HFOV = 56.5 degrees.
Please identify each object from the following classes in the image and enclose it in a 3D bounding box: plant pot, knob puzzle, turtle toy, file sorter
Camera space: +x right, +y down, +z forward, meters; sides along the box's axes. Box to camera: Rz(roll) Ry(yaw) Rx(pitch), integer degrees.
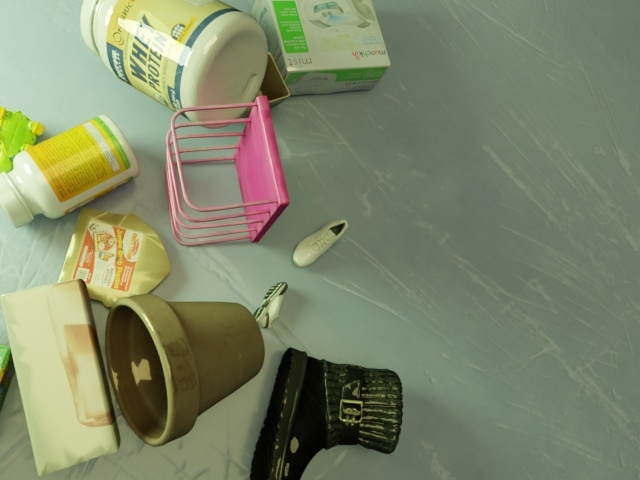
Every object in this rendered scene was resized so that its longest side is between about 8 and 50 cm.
[{"bbox_3d":[-0.232,0.207,1.084,0.229,0.263,0.263,-12,80,-39],"label":"plant pot"},{"bbox_3d":[-0.393,0.039,1.170,0.213,0.030,0.213,5,74,-18],"label":"knob puzzle"},{"bbox_3d":[-0.595,-0.189,1.137,0.095,0.066,0.130,24,70,-37],"label":"turtle toy"},{"bbox_3d":[-0.197,-0.114,1.141,0.182,0.290,0.202,-9,79,-18],"label":"file sorter"},{"bbox_3d":[-0.149,-0.332,1.315,0.109,0.096,0.109,-23,85,-24],"label":"plant pot"}]

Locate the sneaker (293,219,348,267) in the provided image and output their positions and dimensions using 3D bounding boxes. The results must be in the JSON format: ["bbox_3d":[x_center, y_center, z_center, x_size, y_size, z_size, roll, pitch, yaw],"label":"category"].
[{"bbox_3d":[0.000,0.000,1.303,0.152,0.061,0.054,-42,94,-22],"label":"sneaker"}]

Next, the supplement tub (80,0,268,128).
[{"bbox_3d":[-0.286,-0.383,1.166,0.316,0.228,0.228,31,66,18],"label":"supplement tub"}]

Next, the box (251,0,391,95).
[{"bbox_3d":[-0.002,-0.470,1.390,0.261,0.127,0.231,-9,78,-22],"label":"box"}]

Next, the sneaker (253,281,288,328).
[{"bbox_3d":[-0.099,0.136,1.250,0.043,0.040,0.109,43,70,-23],"label":"sneaker"}]

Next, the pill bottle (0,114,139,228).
[{"bbox_3d":[-0.484,-0.126,1.122,0.245,0.136,0.136,-34,89,-24],"label":"pill bottle"}]

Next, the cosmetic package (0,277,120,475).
[{"bbox_3d":[-0.441,0.224,1.025,0.129,0.153,0.296,-12,88,-20],"label":"cosmetic package"}]

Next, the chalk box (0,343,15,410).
[{"bbox_3d":[-0.594,0.225,0.996,0.132,0.132,0.213,16,73,-14],"label":"chalk box"}]

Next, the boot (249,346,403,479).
[{"bbox_3d":[0.020,0.397,1.169,0.260,0.131,0.348,20,70,-14],"label":"boot"}]
